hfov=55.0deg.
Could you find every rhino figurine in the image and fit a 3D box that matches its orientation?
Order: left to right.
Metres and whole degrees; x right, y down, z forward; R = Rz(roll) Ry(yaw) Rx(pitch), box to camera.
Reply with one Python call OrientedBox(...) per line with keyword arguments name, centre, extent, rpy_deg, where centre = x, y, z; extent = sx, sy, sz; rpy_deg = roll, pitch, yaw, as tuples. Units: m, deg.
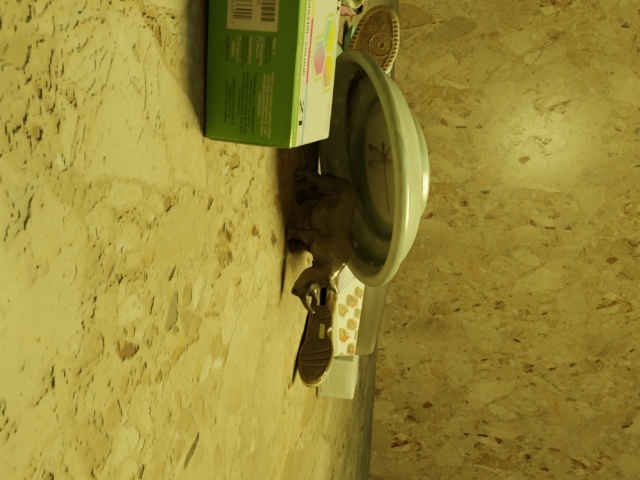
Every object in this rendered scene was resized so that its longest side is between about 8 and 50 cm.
OrientedBox(name="rhino figurine", centre=(0.000, 0.000, 1.017), extent=(0.073, 0.107, 0.243), rpy_deg=(60, 36, -72))

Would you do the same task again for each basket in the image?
OrientedBox(name="basket", centre=(0.079, 0.140, 1.438), extent=(0.204, 0.154, 0.226), rpy_deg=(-6, 106, -60))

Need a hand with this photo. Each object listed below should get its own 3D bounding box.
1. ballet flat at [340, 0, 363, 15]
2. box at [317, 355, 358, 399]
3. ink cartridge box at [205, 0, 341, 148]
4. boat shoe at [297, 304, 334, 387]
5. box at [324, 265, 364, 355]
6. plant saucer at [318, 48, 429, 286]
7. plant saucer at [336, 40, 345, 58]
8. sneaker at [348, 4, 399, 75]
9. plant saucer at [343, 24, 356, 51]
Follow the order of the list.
OrientedBox(name="ballet flat", centre=(0.048, -0.485, 1.153), extent=(0.221, 0.079, 0.076), rpy_deg=(23, 72, -80))
OrientedBox(name="box", centre=(0.043, 0.310, 1.474), extent=(0.101, 0.087, 0.101), rpy_deg=(-55, 149, -72))
OrientedBox(name="ink cartridge box", centre=(-0.025, -0.212, 0.687), extent=(0.255, 0.097, 0.188), rpy_deg=(-36, 133, -66))
OrientedBox(name="boat shoe", centre=(-0.006, 0.221, 1.226), extent=(0.190, 0.068, 0.072), rpy_deg=(-75, 177, -48))
OrientedBox(name="box", centre=(0.054, 0.083, 1.294), extent=(0.067, 0.063, 0.323), rpy_deg=(-142, -122, -66))
OrientedBox(name="plant saucer", centre=(0.098, -0.123, 1.061), extent=(0.400, 0.101, 0.399), rpy_deg=(172, -90, -75))
OrientedBox(name="plant saucer", centre=(0.038, -0.330, 1.294), extent=(0.195, 0.038, 0.194), rpy_deg=(5, 90, -80))
OrientedBox(name="sneaker", centre=(0.116, -0.353, 1.320), extent=(0.153, 0.099, 0.282), rpy_deg=(-46, 147, -68))
OrientedBox(name="plant saucer", centre=(0.069, -0.452, 1.462), extent=(0.119, 0.021, 0.119), rpy_deg=(4, 90, -81))
